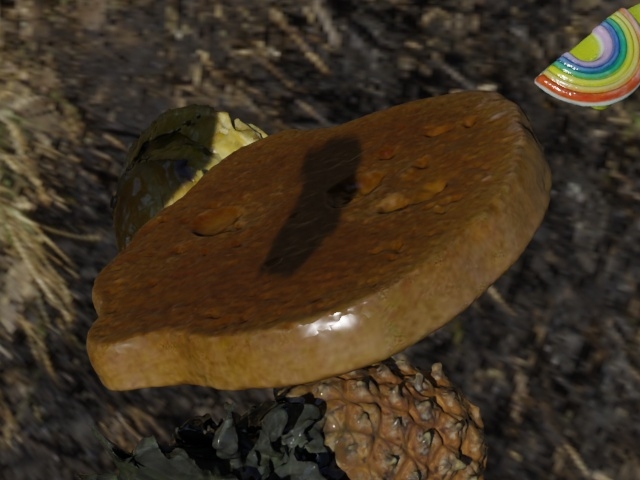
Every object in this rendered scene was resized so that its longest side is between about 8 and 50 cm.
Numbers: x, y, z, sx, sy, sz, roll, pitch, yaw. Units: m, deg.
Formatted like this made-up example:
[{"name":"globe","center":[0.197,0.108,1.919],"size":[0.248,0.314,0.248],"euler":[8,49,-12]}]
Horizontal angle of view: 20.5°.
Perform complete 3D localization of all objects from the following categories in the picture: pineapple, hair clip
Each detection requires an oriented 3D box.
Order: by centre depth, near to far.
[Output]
[{"name":"pineapple","center":[-0.042,0.167,1.198],"size":[0.364,0.165,0.165],"euler":[-6,101,-47]},{"name":"hair clip","center":[0.250,-0.155,1.411],"size":[0.188,0.033,0.060],"euler":[-36,75,-33]}]

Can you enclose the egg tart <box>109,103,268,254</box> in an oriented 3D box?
[{"name":"egg tart","center":[-0.123,-0.017,1.707],"size":[0.106,0.241,0.241],"euler":[-7,101,-50]}]

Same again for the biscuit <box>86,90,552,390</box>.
[{"name":"biscuit","center":[0.001,0.002,0.960],"size":[0.273,0.257,0.049],"euler":[-53,126,-54]}]
